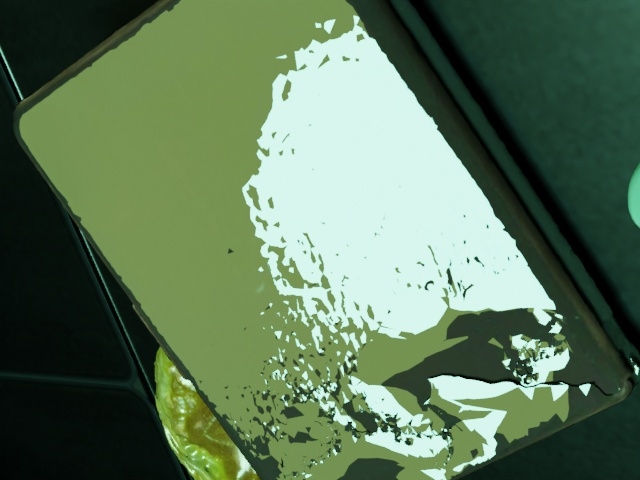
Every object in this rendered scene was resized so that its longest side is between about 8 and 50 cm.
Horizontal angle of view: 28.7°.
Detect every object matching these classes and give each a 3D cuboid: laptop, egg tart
[{"bbox_3d":[0.000,0.000,0.457,0.154,0.026,0.207,-31,98,22],"label":"laptop"},{"bbox_3d":[-0.016,0.077,0.546,0.130,0.052,0.130,19,128,26],"label":"egg tart"}]

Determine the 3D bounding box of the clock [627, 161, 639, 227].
[{"bbox_3d":[0.188,0.021,0.339,0.148,0.060,0.188,-26,102,45],"label":"clock"}]
